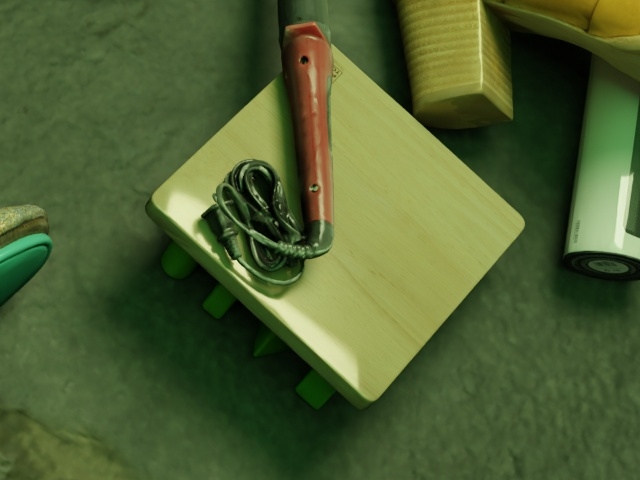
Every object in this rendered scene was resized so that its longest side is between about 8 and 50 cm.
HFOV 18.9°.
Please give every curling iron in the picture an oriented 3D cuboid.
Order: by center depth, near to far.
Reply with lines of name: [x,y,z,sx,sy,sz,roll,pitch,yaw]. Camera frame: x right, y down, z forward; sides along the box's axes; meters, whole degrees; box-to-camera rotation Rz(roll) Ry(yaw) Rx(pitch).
curling iron: [-0.020,-0.103,1.056,0.068,0.035,0.274,14,60,-17]

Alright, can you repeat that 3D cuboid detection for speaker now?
speaker: [0.178,-0.048,1.134,0.055,0.055,0.136,13,73,-9]

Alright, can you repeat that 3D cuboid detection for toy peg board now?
toy peg board: [0.000,0.000,1.082,0.161,0.079,0.160,43,56,1]

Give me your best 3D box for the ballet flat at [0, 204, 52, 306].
ballet flat: [-0.283,0.058,0.983,0.316,0.107,0.106,-41,80,-20]

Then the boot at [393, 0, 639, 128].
boot: [0.176,-0.185,1.094,0.295,0.104,0.211,-7,72,19]
